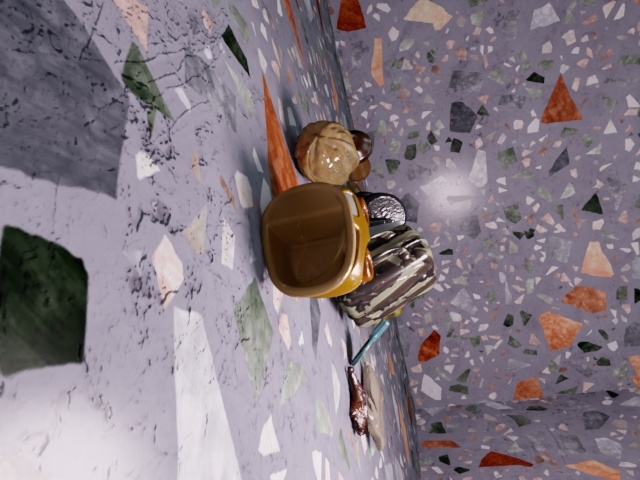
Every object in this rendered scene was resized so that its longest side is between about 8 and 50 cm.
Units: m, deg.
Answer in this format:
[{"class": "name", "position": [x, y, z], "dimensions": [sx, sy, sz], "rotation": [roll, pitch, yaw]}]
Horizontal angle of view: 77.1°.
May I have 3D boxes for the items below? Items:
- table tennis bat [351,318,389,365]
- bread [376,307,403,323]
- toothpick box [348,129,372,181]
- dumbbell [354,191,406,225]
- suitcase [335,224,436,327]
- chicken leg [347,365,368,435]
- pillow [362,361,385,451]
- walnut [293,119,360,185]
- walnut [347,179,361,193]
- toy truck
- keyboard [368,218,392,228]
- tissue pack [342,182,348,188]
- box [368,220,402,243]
[{"class": "table tennis bat", "position": [0.170, 0.355, 1.399], "dimensions": [0.033, 0.201, 0.124], "rotation": [39, 3, 10]}, {"class": "bread", "position": [0.269, 0.196, 1.722], "dimensions": [0.300, 0.210, 0.341], "rotation": [92, 11, -54]}, {"class": "toothpick box", "position": [0.174, -0.429, 2.058], "dimensions": [0.294, 0.192, 0.192], "rotation": [65, 17, -67]}, {"class": "dumbbell", "position": [0.223, -0.110, 1.736], "dimensions": [0.322, 0.204, 0.203], "rotation": [-137, -148, -78]}, {"class": "suitcase", "position": [0.197, 0.099, 1.322], "dimensions": [0.194, 0.352, 0.339], "rotation": [58, -1, 38]}, {"class": "chicken leg", "position": [0.117, 0.512, 1.286], "dimensions": [0.093, 0.053, 0.205], "rotation": [37, 38, -50]}, {"class": "pillow", "position": [0.195, 0.605, 1.486], "dimensions": [0.270, 0.067, 0.173], "rotation": [-78, 148, -62]}, {"class": "walnut", "position": [0.020, -0.262, 1.227], "dimensions": [0.245, 0.198, 0.198], "rotation": [43, 37, -63]}, {"class": "walnut", "position": [0.149, -0.233, 1.949], "dimensions": [0.105, 0.105, 0.124], "rotation": [-74, 150, -63]}, {"class": "toy truck", "position": [0.000, 0.000, 0.872], "dimensions": [0.211, 0.204, 0.288], "rotation": [47, 36, -62]}, {"class": "keyboard", "position": [0.196, -0.048, 1.538], "dimensions": [0.010, 0.198, 0.063], "rotation": [20, -68, 59]}, {"class": "tissue pack", "position": [0.074, -0.140, 1.584], "dimensions": [0.185, 0.081, 0.257], "rotation": [17, 62, -76]}, {"class": "box", "position": [0.177, 0.016, 1.473], "dimensions": [0.135, 0.269, 0.079], "rotation": [61, 18, -59]}]
